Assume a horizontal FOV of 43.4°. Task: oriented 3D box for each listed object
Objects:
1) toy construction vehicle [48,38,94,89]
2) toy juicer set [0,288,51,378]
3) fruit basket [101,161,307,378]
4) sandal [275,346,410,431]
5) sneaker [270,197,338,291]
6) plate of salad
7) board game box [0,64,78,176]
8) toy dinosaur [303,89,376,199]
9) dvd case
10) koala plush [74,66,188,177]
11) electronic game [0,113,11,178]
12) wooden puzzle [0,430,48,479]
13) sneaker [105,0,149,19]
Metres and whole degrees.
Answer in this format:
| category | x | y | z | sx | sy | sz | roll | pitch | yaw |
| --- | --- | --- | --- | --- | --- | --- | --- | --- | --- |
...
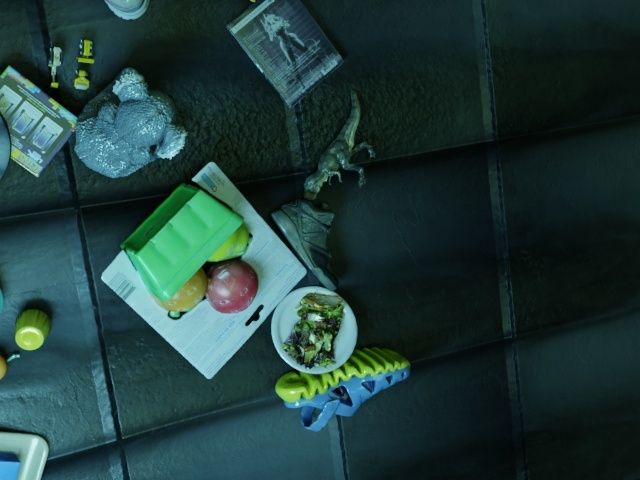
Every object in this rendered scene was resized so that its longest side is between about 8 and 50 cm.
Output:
| category | x | y | z | sx | sy | sz | roll | pitch | yaw |
| --- | --- | --- | --- | --- | --- | --- | --- | --- | --- |
| toy construction vehicle | -0.493 | -0.349 | 1.587 | 0.085 | 0.035 | 0.098 | -3 | 100 | -32 |
| toy juicer set | -0.706 | 0.143 | 1.544 | 0.209 | 0.089 | 0.329 | -45 | 114 | 8 |
| fruit basket | -0.235 | 0.066 | 1.690 | 0.327 | 0.165 | 0.353 | -48 | 127 | -13 |
| sandal | 0.058 | 0.340 | 1.843 | 0.317 | 0.126 | 0.138 | -15 | 106 | -11 |
| sneaker | 0.000 | 0.000 | 1.788 | 0.130 | 0.087 | 0.228 | -35 | 102 | -7 |
| plate of salad | -0.010 | 0.197 | 1.800 | 0.199 | 0.048 | 0.200 | 4 | 72 | -14 |
| board game box | -0.574 | -0.229 | 1.559 | 0.170 | 0.048 | 0.141 | 40 | 84 | -20 |
| toy dinosaur | 0.062 | -0.194 | 1.805 | 0.118 | 0.064 | 0.268 | 29 | 82 | -15 |
| dvd case | -0.073 | -0.426 | 1.744 | 0.164 | 0.018 | 0.221 | -43 | 110 | -10 |
| koala plush | -0.346 | -0.221 | 1.529 | 0.203 | 0.221 | 0.196 | -44 | 111 | -32 |
| electronic game | -0.692 | -0.184 | 1.492 | 0.229 | 0.048 | 0.230 | -2 | 111 | -5 |
| wooden puzzle | -0.729 | 0.523 | 1.545 | 0.347 | 0.080 | 0.322 | 16 | 91 | -34 |
| sneaker | -0.430 | -0.534 | 1.542 | 0.252 | 0.111 | 0.103 | 35 | 84 | -21 |
